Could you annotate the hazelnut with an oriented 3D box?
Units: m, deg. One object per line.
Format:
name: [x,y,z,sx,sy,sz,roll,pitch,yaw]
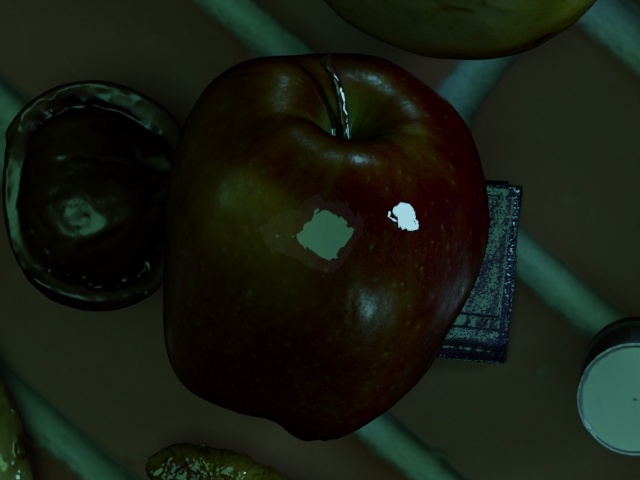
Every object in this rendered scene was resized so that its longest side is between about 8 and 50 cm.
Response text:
hazelnut: [-0.204,-0.043,1.715,0.170,0.160,0.201,-18,108,-25]

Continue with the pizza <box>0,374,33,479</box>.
pizza: [-0.416,0.195,1.817,0.278,0.114,0.409,-15,91,6]

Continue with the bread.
bread: [-0.056,0.262,1.771,0.233,0.076,0.105,27,88,13]

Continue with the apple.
apple: [0.000,0.000,1.618,0.288,0.288,0.317,20,119,7]

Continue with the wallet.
wallet: [0.121,0.026,1.735,0.111,0.030,0.166,5,97,11]

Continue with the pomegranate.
pomegranate: [0.108,-0.301,1.573,0.319,0.319,0.319,1,96,10]

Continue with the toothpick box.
toothpick box: [0.272,0.124,1.658,0.098,0.149,0.098,1,96,10]
